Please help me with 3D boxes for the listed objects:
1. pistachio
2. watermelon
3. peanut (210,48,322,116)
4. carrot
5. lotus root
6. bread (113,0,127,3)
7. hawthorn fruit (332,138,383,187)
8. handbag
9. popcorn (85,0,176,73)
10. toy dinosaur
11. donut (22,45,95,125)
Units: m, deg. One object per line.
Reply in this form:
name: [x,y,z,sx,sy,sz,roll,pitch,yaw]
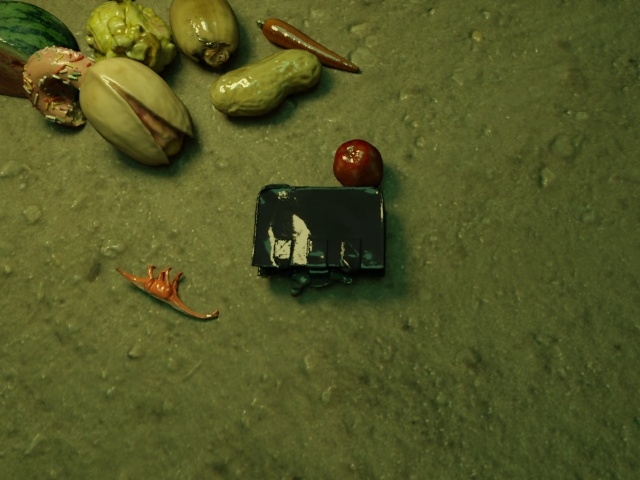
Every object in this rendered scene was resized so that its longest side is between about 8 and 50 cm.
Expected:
pistachio: [-0.480,-0.338,1.619,0.309,0.230,0.230,45,77,-25]
watermelon: [-0.833,-0.496,1.737,0.250,0.283,0.292,42,105,30]
peanut: [-0.143,-0.423,1.687,0.319,0.147,0.147,-21,71,-8]
carrot: [-0.040,-0.550,1.763,0.336,0.069,0.069,30,76,6]
lotus root: [-0.341,-0.633,1.758,0.183,0.182,0.309,-25,66,-4]
bread: [-0.643,-0.882,1.797,0.279,0.279,0.207,43,80,15]
hawthorn fruit: [0.094,-0.197,1.586,0.133,0.138,0.132,-6,58,9]
handbag: [0.000,0.000,1.544,0.326,0.118,0.268,1,65,6]
popcorn: [-0.530,-0.541,1.709,0.212,0.259,0.259,-42,68,34]
toy dinosaur: [-0.383,0.120,1.567,0.280,0.055,0.101,16,83,8]
donut: [-0.697,-0.413,1.660,0.199,0.233,0.085,27,42,-22]
